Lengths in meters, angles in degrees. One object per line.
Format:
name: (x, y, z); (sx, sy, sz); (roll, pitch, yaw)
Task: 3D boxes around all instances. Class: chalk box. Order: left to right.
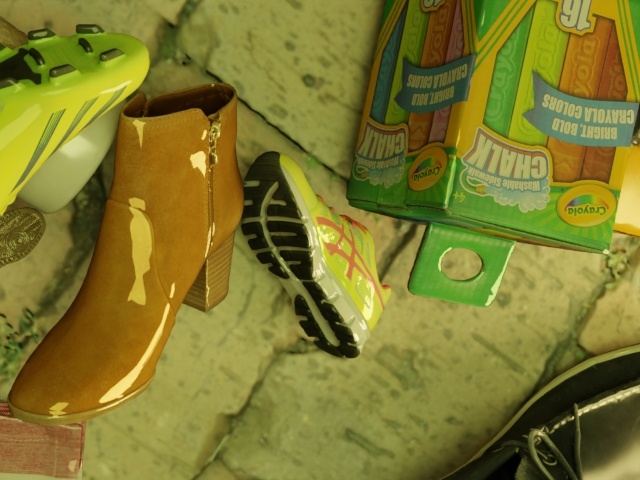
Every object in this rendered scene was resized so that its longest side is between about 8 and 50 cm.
chalk box: (0.150, -0.086, 1.480); (0.180, 0.179, 0.289); (11, 88, -28)

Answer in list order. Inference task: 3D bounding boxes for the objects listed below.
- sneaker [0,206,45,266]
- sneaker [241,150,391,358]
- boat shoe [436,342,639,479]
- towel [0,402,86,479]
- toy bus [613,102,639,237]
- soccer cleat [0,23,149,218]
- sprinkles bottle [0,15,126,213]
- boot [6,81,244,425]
sneaker: (-0.286, 0.015, 1.424); (0.118, 0.067, 0.042); (-41, 100, -18)
sneaker: (0.000, 0.000, 1.512); (0.094, 0.081, 0.208); (-45, 124, -33)
boat shoe: (0.204, 0.254, 1.572); (0.500, 0.156, 0.187); (-27, 102, -16)
towel: (-0.328, 0.300, 1.456); (0.237, 0.037, 0.329); (2, 96, -18)
toy bus: (0.300, -0.171, 1.558); (0.108, 0.130, 0.333); (12, 92, -39)
soccer cleat: (-0.253, -0.066, 1.289); (0.289, 0.093, 0.121); (-32, 128, -20)
sprinkles bottle: (-0.330, -0.163, 1.353); (0.355, 0.121, 0.121); (34, 85, -19)
boot: (-0.158, -0.001, 1.365); (0.295, 0.104, 0.211); (-41, 140, -50)
